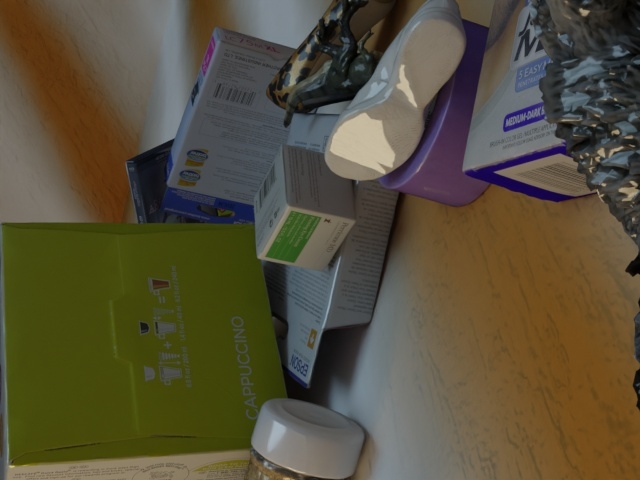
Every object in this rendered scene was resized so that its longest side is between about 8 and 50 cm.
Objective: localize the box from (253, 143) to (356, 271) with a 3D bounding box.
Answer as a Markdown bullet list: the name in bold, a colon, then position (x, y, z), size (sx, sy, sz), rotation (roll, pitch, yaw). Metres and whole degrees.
- **box**: position (-0.020, -0.037, 1.263), size (0.101, 0.087, 0.102), rotation (122, 152, -43)

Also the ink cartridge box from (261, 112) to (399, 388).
- **ink cartridge box**: position (0.000, 0.000, 1.418), size (0.324, 0.071, 0.330), rotation (-157, 78, -70)

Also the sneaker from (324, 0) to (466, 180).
- **sneaker**: position (0.078, -0.151, 1.075), size (0.212, 0.080, 0.094), rotation (-53, 17, 35)

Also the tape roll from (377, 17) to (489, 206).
- **tape roll**: position (0.129, -0.134, 1.131), size (0.189, 0.080, 0.189), rotation (-165, 90, -72)

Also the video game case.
- **video game case**: position (-0.232, -0.027, 1.806), size (0.196, 0.026, 0.274), rotation (-37, -56, -55)

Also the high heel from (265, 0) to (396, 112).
- **high heel**: position (0.006, -0.303, 1.472), size (0.186, 0.093, 0.261), rotation (-5, 75, 34)

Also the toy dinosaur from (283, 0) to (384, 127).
- **toy dinosaur**: position (0.030, -0.227, 1.348), size (0.268, 0.064, 0.118), rotation (-12, 81, 47)

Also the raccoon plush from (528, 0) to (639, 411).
- **raccoon plush**: position (0.306, -0.057, 0.543), size (0.299, 0.216, 0.446), rotation (-18, 88, 52)

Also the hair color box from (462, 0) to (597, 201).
- **hair color box**: position (0.225, -0.213, 0.876), size (0.185, 0.110, 0.338), rotation (167, 117, -70)

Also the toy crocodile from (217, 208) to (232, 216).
- **toy crocodile**: position (-0.225, -0.059, 2.038), size (0.115, 0.105, 0.340), rotation (-100, 30, -50)

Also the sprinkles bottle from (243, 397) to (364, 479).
- **sprinkles bottle**: position (-0.055, 0.361, 1.226), size (0.121, 0.121, 0.355), rotation (-145, 70, -70)

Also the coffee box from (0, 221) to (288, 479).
- **coffee box**: position (-0.252, 0.201, 1.433), size (0.334, 0.338, 0.337), rotation (114, 150, -50)

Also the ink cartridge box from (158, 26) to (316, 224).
- **ink cartridge box**: position (-0.125, -0.165, 1.706), size (0.065, 0.186, 0.311), rotation (-113, 40, -54)
